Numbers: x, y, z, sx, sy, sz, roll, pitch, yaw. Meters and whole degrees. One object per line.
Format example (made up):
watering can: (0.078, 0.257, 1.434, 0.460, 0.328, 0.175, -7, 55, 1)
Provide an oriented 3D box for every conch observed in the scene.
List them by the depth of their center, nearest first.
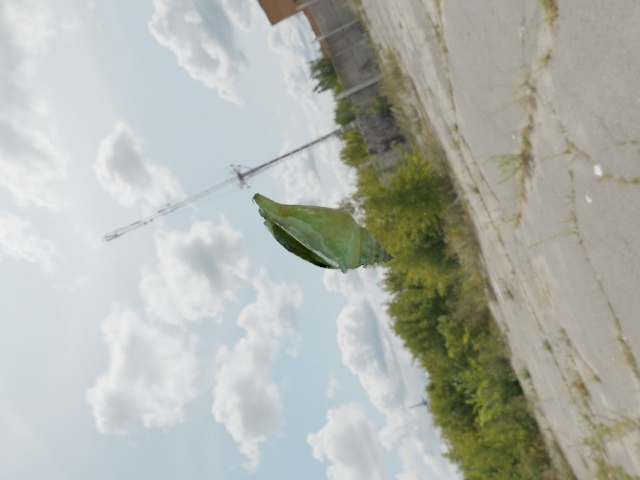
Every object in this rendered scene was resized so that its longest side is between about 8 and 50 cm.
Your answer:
conch: (0.003, -0.003, 0.671, 0.094, 0.201, 0.079, 96, -162, -46)
